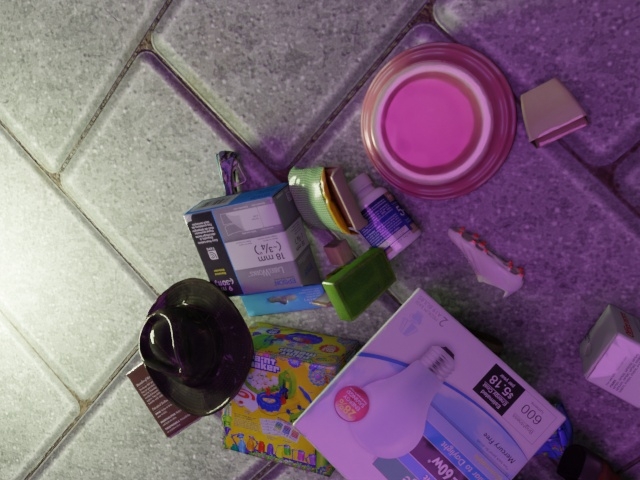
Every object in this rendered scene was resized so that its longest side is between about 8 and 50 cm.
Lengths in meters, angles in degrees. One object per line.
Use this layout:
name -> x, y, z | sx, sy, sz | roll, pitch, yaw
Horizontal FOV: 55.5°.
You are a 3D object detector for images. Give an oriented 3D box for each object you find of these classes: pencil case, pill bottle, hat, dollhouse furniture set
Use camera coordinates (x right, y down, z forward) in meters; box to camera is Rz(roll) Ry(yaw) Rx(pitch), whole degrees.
pencil case -> 0.393, 0.433, 1.340 | 0.306, 0.133, 0.119 | -15, 91, 23
pill bottle -> 0.126, -0.054, 1.346 | 0.112, 0.112, 0.186 | -41, 85, 24
hat -> -0.322, 0.243, 1.401 | 0.332, 0.134, 0.331 | -4, 81, 25
dollhouse furniture set -> 0.000, 0.000, 1.313 | 0.198, 0.151, 0.301 | 2, 123, 55

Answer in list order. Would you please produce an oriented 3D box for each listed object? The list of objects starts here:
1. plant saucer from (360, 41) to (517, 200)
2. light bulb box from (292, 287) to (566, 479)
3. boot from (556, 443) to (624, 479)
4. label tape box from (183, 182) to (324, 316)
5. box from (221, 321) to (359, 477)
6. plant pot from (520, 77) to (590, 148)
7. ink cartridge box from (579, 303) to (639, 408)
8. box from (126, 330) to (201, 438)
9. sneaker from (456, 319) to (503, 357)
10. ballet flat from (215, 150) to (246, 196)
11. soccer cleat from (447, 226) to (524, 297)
plant saucer -> 0.237, -0.245, 1.275 | 0.332, 0.084, 0.332 | 5, 104, 20
light bulb box -> 0.203, 0.346, 1.203 | 0.358, 0.225, 0.361 | 42, 88, 13
boot -> 0.563, 0.589, 1.233 | 0.280, 0.264, 0.096 | 37, 158, -16
label tape box -> -0.145, 0.052, 1.444 | 0.241, 0.106, 0.333 | -10, 110, 24
box -> -0.074, 0.377, 1.488 | 0.290, 0.177, 0.279 | 8, 105, 20
plant pot -> 0.447, -0.251, 1.182 | 0.109, 0.109, 0.096 | -25, 80, 25
ink cartridge box -> 0.653, 0.255, 1.159 | 0.273, 0.197, 0.114 | 28, 109, 13
box -> -0.357, 0.369, 1.604 | 0.167, 0.168, 0.203 | -36, 86, 24
sneaker -> 0.308, 0.225, 1.362 | 0.188, 0.066, 0.071 | 23, 110, 16
ballet flat -> -0.211, -0.128, 1.494 | 0.070, 0.070, 0.188 | -3, 104, 22
soccer cleat -> 0.345, 0.047, 1.309 | 0.196, 0.068, 0.076 | 38, 116, 7
